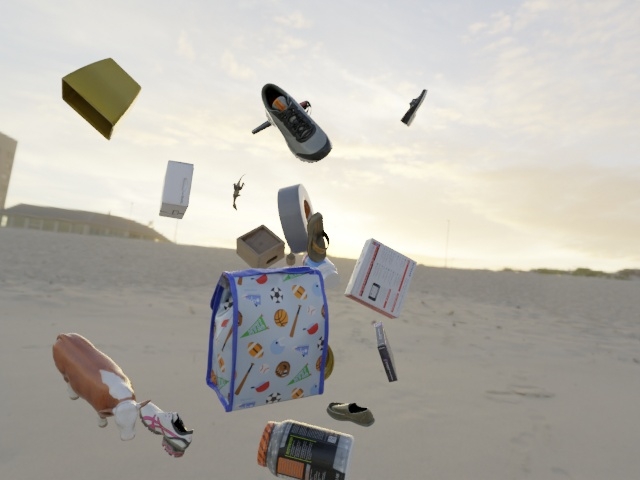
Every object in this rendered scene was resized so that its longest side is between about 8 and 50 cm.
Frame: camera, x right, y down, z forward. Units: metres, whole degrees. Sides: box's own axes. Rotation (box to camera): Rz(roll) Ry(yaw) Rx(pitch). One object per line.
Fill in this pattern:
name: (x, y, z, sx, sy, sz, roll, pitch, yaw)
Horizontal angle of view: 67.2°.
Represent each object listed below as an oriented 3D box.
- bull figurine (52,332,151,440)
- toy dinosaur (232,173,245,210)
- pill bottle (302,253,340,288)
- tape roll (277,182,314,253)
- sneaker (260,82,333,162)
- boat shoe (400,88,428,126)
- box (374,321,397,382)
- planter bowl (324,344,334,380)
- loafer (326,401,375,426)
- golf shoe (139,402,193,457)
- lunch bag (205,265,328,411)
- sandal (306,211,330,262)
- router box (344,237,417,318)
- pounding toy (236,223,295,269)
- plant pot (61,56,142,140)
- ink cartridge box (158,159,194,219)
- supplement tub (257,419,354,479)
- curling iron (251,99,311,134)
bull figurine: (-0.505, 0.342, 1.110, 0.310, 0.188, 0.101, 41, 45, 19)
toy dinosaur: (-0.354, -0.221, 2.049, 0.053, 0.183, 0.092, 16, -17, -15)
pill bottle: (0.006, 0.149, 2.415, 0.124, 0.124, 0.221, 11, 19, -32)
tape roll: (-0.069, -0.069, 1.532, 0.072, 0.219, 0.219, -12, -11, 11)
sneaker: (-0.072, -0.301, 1.237, 0.271, 0.100, 0.108, 49, 0, 24)
boat shoe: (0.283, -0.406, 1.458, 0.038, 0.125, 0.046, 34, 39, 9)
box: (0.188, 0.320, 1.397, 0.029, 0.116, 0.162, -18, 11, 6)
planter bowl: (-0.036, 0.460, 1.946, 0.217, 0.217, 0.090, 4, 10, 17)
loafer: (0.138, 0.788, 2.244, 0.251, 0.087, 0.094, 1, 18, 33)
golf shoe: (-0.409, 0.487, 1.290, 0.186, 0.086, 0.067, 33, 2, 26)
lunch bag: (-0.156, 0.269, 1.451, 0.328, 0.385, 0.239, -2, 12, -33)
sandal: (0.000, 0.000, 1.320, 0.049, 0.072, 0.180, 26, -39, 26)
router box: (0.323, 0.201, 2.539, 0.301, 0.335, 0.082, 28, -20, -15)
pounding toy: (-0.170, 0.041, 1.738, 0.181, 0.094, 0.206, -32, 57, -34)
plant pot: (-0.763, -0.518, 1.714, 0.212, 0.187, 0.212, 44, -22, -17)
ink cartridge box: (-0.478, -0.163, 1.590, 0.086, 0.148, 0.203, 8, -12, -19)
supplement tub: (-0.049, 0.749, 1.692, 0.316, 0.193, 0.193, 10, -7, 11)
curling iron: (-0.139, -0.454, 1.802, 0.274, 0.068, 0.035, -32, 40, -26)
